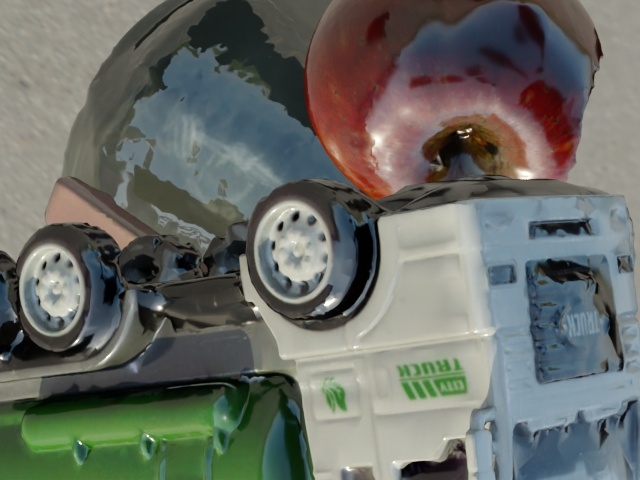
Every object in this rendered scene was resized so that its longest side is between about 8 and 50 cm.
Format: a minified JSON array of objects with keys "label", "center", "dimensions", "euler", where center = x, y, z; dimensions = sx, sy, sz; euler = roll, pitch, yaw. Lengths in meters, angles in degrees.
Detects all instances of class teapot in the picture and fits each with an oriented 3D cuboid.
[{"label":"teapot","center":[0.000,0.000,1.326],"dimensions":[0.376,0.362,0.305],"euler":[-9,124,-53]}]

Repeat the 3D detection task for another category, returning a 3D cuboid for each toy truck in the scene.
[{"label":"toy truck","center":[-0.024,0.051,0.570],"dimensions":[0.101,0.242,0.125],"euler":[-1,82,-51]}]

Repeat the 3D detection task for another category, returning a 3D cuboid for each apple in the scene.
[{"label":"apple","center":[0.072,-0.101,1.064],"dimensions":[0.156,0.158,0.147],"euler":[-27,130,26]}]
